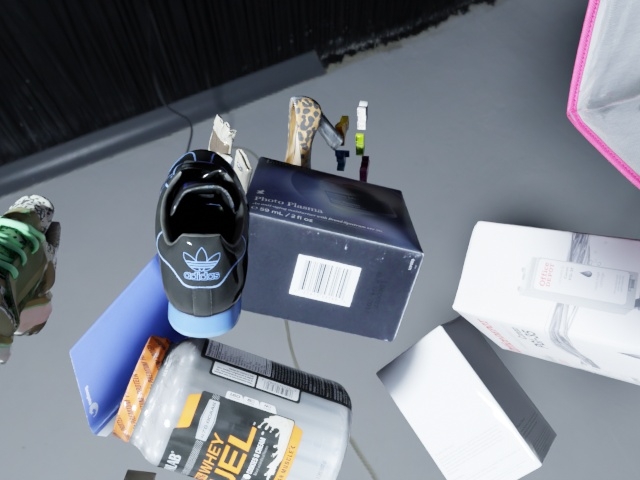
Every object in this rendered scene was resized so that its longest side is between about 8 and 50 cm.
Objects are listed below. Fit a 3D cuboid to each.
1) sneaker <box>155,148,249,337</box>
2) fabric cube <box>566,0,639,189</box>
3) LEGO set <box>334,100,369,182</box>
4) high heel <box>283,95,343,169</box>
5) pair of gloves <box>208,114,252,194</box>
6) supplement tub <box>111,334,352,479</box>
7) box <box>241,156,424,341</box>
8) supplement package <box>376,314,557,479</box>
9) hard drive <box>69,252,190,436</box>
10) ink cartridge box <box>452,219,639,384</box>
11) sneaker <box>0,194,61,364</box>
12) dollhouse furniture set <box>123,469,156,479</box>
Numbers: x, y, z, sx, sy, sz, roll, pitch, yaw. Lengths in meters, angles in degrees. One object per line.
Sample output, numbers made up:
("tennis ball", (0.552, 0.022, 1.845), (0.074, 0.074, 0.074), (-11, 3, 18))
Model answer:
("sneaker", (-0.095, -0.031, 0.482), (0.081, 0.090, 0.232), (-1, 38, -14))
("fabric cube", (0.382, -0.157, 0.410), (0.258, 0.254, 0.259), (-16, 47, -6))
("LEGO set", (0.079, -0.260, 1.450), (0.087, 0.227, 0.093), (5, 46, 9))
("high heel", (-0.078, -0.187, 1.273), (0.261, 0.186, 0.093), (-51, 51, -1))
("pair of gloves", (-0.220, -0.169, 1.391), (0.042, 0.204, 0.240), (-8, 47, -30))
("supplement tub", (-0.128, 0.263, 0.858), (0.316, 0.193, 0.194), (20, 61, -8))
("box", (0.000, 0.000, 1.027), (0.296, 0.183, 0.294), (13, 23, -6))
("supplement package", (0.286, 0.319, 1.129), (0.177, 0.175, 0.293), (-42, 71, 25))
("hard drive", (-0.332, 0.171, 1.064), (0.319, 0.040, 0.210), (-46, 49, 9))
("ink cartridge box", (0.323, 0.081, 0.647), (0.283, 0.207, 0.117), (10, 74, 38))
("sneaker", (-0.391, 0.021, 0.679), (0.158, 0.410, 0.182), (23, 83, -17))
("dollhouse furniture set", (-0.179, 0.542, 0.870), (0.303, 0.198, 0.287), (10, 96, -10))
